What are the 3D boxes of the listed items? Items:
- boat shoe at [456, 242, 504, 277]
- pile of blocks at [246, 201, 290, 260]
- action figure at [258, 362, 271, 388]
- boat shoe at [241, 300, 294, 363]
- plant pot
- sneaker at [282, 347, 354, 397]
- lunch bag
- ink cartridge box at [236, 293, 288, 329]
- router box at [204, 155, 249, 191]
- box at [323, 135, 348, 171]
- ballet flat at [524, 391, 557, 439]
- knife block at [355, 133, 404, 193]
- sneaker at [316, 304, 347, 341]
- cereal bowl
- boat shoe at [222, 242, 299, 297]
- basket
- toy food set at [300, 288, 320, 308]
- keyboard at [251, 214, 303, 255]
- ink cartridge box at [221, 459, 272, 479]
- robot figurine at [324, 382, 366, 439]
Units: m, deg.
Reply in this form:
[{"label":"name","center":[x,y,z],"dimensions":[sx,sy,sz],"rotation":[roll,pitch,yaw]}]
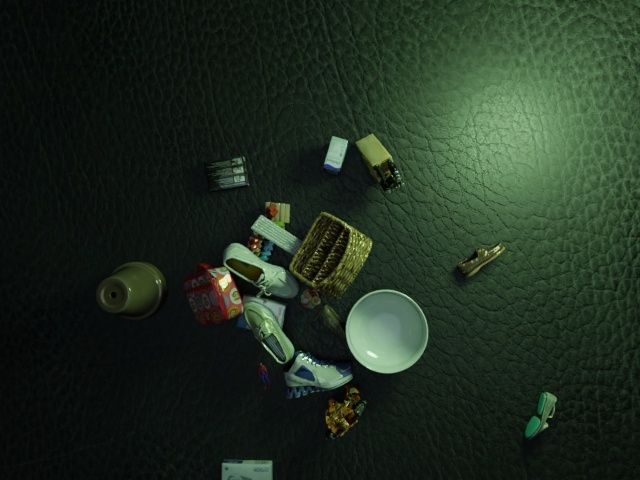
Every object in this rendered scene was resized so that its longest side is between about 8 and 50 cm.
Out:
[{"label":"boat shoe","center":[0.673,0.070,1.857],"dimensions":[0.207,0.073,0.073],"rotation":[-38,89,2]},{"label":"pile of blocks","center":[-0.240,-0.007,1.905],"dimensions":[0.149,0.112,0.361],"rotation":[27,91,4]},{"label":"action figure","center":[-0.248,0.591,1.938],"dimensions":[0.038,0.030,0.115],"rotation":[-18,86,9]},{"label":"boat shoe","center":[-0.218,0.377,1.824],"dimensions":[0.109,0.094,0.302],"rotation":[-42,89,6]},{"label":"plant pot","center":[-0.826,0.218,1.886],"dimensions":[0.264,0.229,0.262],"rotation":[0,88,4]},{"label":"sneaker","center":[-0.026,0.540,1.873],"dimensions":[0.316,0.127,0.182],"rotation":[-18,90,5]},{"label":"lunch bag","center":[-0.456,0.215,1.841],"dimensions":[0.120,0.293,0.257],"rotation":[-21,90,-41]},{"label":"ink cartridge box","center":[-0.250,0.321,1.914],"dimensions":[0.191,0.082,0.139],"rotation":[13,91,3]},{"label":"router box","center":[-0.416,-0.294,1.955],"dimensions":[0.179,0.046,0.133],"rotation":[-9,89,4]},{"label":"box","center":[0.065,-0.357,1.882],"dimensions":[0.072,0.126,0.137],"rotation":[17,91,3]},{"label":"ballet flat","center":[0.921,0.737,1.831],"dimensions":[0.068,0.072,0.213],"rotation":[23,90,0]},{"label":"knife block","center":[0.244,-0.324,1.810],"dimensions":[0.088,0.242,0.275],"rotation":[-27,87,2]},{"label":"sneaker","center":[0.060,0.369,1.910],"dimensions":[0.071,0.066,0.188],"rotation":[-40,81,19]},{"label":"cereal bowl","center":[0.271,0.369,1.847],"dimensions":[0.340,0.141,0.338],"rotation":[0,90,4]},{"label":"boat shoe","center":[-0.244,0.155,1.826],"dimensions":[0.367,0.156,0.136],"rotation":[37,111,-20]},{"label":"basket","center":[0.039,0.064,1.807],"dimensions":[0.223,0.213,0.299],"rotation":[32,92,-16]},{"label":"toy food set","center":[-0.046,0.255,1.932],"dimensions":[0.083,0.020,0.083],"rotation":[-30,88,3]},{"label":"keyboard","center":[-0.176,-0.018,1.875],"dimensions":[0.256,0.014,0.072],"rotation":[34,92,-33]},{"label":"ink cartridge box","center":[-0.319,1.077,1.925],"dimensions":[0.224,0.045,0.223],"rotation":[-2,89,4]},{"label":"robot figurine","center":[0.089,0.685,1.780],"dimensions":[0.211,0.291,0.085],"rotation":[-43,86,2]}]
